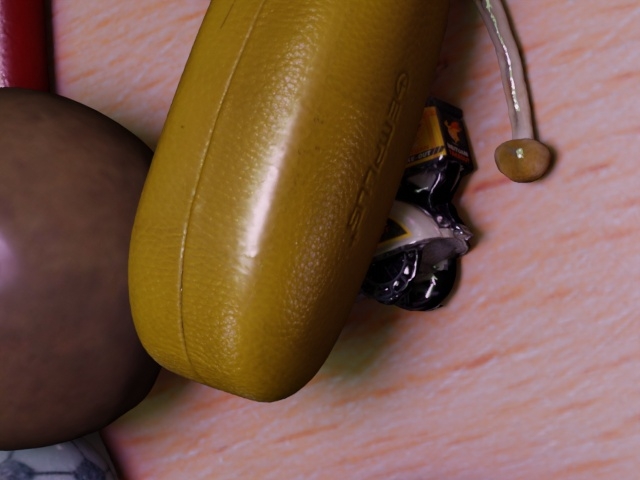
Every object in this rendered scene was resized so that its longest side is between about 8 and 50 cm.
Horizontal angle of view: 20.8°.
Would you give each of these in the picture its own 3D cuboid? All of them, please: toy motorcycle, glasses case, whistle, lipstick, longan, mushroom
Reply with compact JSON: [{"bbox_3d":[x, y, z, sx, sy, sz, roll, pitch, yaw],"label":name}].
[{"bbox_3d":[0.000,0.000,1.368,0.263,0.091,0.157,-20,72,26],"label":"toy motorcycle"},{"bbox_3d":[-0.014,-0.070,1.241,0.141,0.173,0.371,15,84,35],"label":"glasses case"},{"bbox_3d":[-0.257,0.195,1.469,0.163,0.163,0.290,-32,75,25],"label":"whistle"},{"bbox_3d":[-0.272,-0.143,1.523,0.080,0.080,0.241,-6,86,29],"label":"lipstick"},{"bbox_3d":[-0.246,0.020,1.358,0.297,0.297,0.297,0,90,29],"label":"longan"},{"bbox_3d":[0.102,-0.181,1.342,0.068,0.043,0.306,-27,74,1],"label":"mushroom"}]
